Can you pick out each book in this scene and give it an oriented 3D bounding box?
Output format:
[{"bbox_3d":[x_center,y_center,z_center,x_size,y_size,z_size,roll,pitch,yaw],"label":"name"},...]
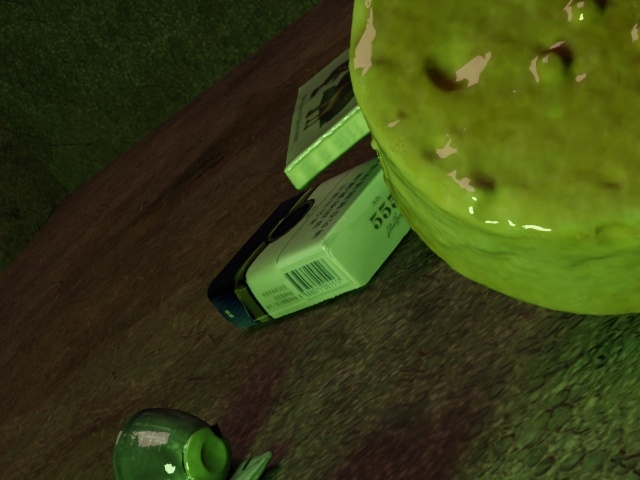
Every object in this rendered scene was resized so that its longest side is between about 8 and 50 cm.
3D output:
[{"bbox_3d":[0.115,-0.212,1.664,0.371,0.043,0.260,-38,17,16],"label":"book"}]

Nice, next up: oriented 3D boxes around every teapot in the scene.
[{"bbox_3d":[-0.125,0.210,1.549,0.090,0.124,0.092,-8,-8,42],"label":"teapot"}]

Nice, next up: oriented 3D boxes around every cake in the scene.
[{"bbox_3d":[0.197,-0.091,1.208,0.332,0.332,0.321,-43,-25,-4],"label":"cake"}]

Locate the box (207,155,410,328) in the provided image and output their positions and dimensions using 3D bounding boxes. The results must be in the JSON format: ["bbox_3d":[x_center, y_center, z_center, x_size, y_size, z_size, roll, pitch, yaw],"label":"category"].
[{"bbox_3d":[0.000,0.000,1.845,0.168,0.071,0.259,-50,16,-32],"label":"box"}]

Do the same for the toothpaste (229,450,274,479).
[{"bbox_3d":[-0.124,0.263,1.425,0.255,0.037,0.067,-47,8,-35],"label":"toothpaste"}]
